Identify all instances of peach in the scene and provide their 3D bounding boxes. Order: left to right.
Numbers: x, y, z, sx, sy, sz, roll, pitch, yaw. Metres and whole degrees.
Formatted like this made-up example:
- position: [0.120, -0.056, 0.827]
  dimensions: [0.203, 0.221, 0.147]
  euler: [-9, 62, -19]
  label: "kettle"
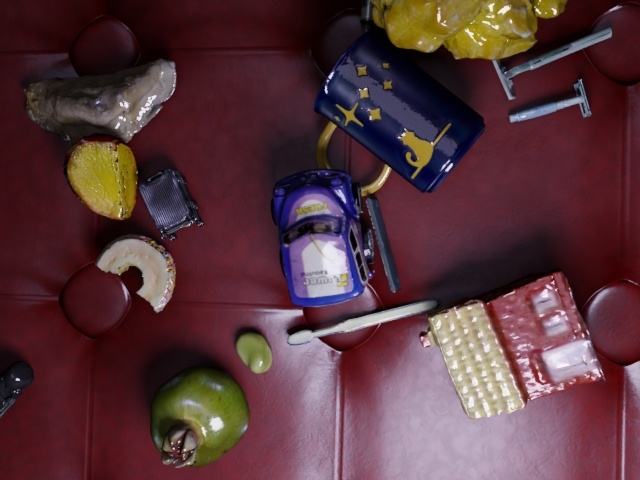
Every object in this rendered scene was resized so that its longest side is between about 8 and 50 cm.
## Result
- position: [-0.408, -0.123, 1.136]
  dimensions: [0.127, 0.092, 0.172]
  euler: [-26, 103, 7]
  label: "peach"

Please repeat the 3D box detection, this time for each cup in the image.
- position: [0.127, -0.197, 1.059]
  dimensions: [0.256, 0.255, 0.178]
  euler: [40, 56, 4]
  label: "cup"

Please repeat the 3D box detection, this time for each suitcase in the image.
- position: [-0.289, -0.071, 1.136]
  dimensions: [0.086, 0.059, 0.126]
  euler: [-26, 83, 5]
  label: "suitcase"

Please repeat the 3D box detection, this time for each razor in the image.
- position: [0.408, -0.238, 1.061]
  dimensions: [0.135, 0.040, 0.068]
  euler: [-15, 86, 12]
  label: "razor"
- position: [0.422, -0.334, 1.060]
  dimensions: [0.211, 0.036, 0.084]
  euler: [-23, 88, 7]
  label: "razor"

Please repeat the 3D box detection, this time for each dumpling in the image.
- position: [-0.439, -0.259, 1.150]
  dimensions: [0.332, 0.086, 0.166]
  euler: [-9, 85, 11]
  label: "dumpling"

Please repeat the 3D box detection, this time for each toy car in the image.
- position: [0.000, 0.000, 1.028]
  dimensions: [0.172, 0.158, 0.235]
  euler: [-10, 110, 8]
  label: "toy car"

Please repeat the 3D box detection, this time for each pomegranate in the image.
- position: [-0.214, 0.311, 1.044]
  dimensions: [0.179, 0.210, 0.179]
  euler: [3, 78, -14]
  label: "pomegranate"

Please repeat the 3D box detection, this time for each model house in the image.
- position: [0.308, 0.179, 1.002]
  dimensions: [0.253, 0.160, 0.196]
  euler: [-20, 86, 9]
  label: "model house"

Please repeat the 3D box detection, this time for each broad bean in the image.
- position: [-0.125, 0.210, 1.115]
  dimensions: [0.063, 0.045, 0.083]
  euler: [-40, 76, 16]
  label: "broad bean"

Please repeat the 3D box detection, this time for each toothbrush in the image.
- position: [0.079, 0.151, 1.095]
  dimensions: [0.294, 0.028, 0.026]
  euler: [-15, 88, 6]
  label: "toothbrush"

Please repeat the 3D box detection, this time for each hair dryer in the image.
- position: [0.089, -0.454, 1.088]
  dimensions: [0.057, 0.100, 0.198]
  euler: [18, 110, 46]
  label: "hair dryer"

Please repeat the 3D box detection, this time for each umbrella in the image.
- position: [-0.706, 0.364, 1.152]
  dimensions: [0.357, 0.113, 0.106]
  euler: [-36, 62, 5]
  label: "umbrella"

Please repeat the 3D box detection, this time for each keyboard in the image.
- position: [0.116, 0.007, 1.082]
  dimensions: [0.014, 0.055, 0.176]
  euler: [-16, 87, 17]
  label: "keyboard"

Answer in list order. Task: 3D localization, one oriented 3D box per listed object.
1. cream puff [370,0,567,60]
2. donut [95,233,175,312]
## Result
- position: [0.258, -0.414, 0.981]
  dimensions: [0.257, 0.291, 0.324]
  euler: [44, 67, -19]
  label: "cream puff"
- position: [-0.338, 0.049, 1.135]
  dimensions: [0.166, 0.065, 0.108]
  euler: [37, 93, 8]
  label: "donut"
